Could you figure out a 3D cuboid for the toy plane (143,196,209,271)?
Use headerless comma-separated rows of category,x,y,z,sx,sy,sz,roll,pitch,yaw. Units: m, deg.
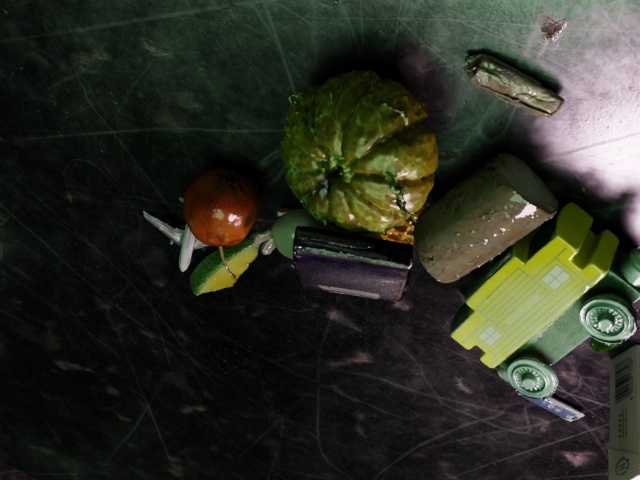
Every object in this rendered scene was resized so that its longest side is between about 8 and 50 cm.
toy plane,-0.301,-0.011,1.773,0.226,0.058,0.226,13,139,-8

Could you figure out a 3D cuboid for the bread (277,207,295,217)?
bread,-0.060,-0.034,1.681,0.070,0.035,0.083,13,131,7

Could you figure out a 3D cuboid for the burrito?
burrito,0.328,-0.265,1.321,0.188,0.045,0.058,27,109,-3

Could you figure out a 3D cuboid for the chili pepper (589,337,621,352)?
chili pepper,0.604,0.169,1.614,0.073,0.050,0.182,21,135,39

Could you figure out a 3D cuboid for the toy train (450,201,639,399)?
toy train,0.445,0.123,1.533,0.272,0.179,0.442,39,134,4

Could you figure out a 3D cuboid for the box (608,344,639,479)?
box,0.710,0.405,1.595,0.210,0.330,0.095,30,134,-9

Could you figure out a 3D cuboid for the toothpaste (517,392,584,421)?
toothpaste,0.541,0.385,1.848,0.197,0.034,0.057,29,143,-11

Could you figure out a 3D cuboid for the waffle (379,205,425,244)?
waffle,0.103,-0.056,1.593,0.229,0.051,0.231,-16,124,28

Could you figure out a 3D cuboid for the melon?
melon,-0.207,0.059,1.805,0.114,0.053,0.262,22,136,-34

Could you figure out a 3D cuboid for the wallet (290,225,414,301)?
wallet,0.060,0.051,1.464,0.221,0.071,0.262,7,158,4

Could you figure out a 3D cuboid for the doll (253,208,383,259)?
doll,0.006,-0.011,1.558,0.275,0.113,0.155,5,156,20

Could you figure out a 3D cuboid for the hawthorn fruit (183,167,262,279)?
hawthorn fruit,-0.216,-0.025,1.663,0.165,0.165,0.285,17,134,5

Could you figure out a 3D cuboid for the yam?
yam,0.303,-0.044,1.455,0.161,0.161,0.268,37,134,-14

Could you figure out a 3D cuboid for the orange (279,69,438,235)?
orange,0.070,-0.152,1.390,0.301,0.223,0.300,-20,95,35
